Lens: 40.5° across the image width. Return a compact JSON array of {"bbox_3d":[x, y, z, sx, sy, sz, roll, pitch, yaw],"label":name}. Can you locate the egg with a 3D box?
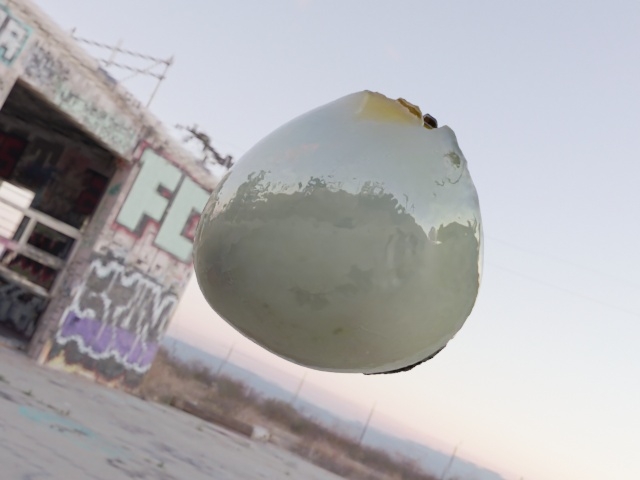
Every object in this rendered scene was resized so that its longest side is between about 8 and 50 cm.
[{"bbox_3d":[0.000,0.005,0.786,0.286,0.264,0.174,-16,-5,43],"label":"egg"}]
